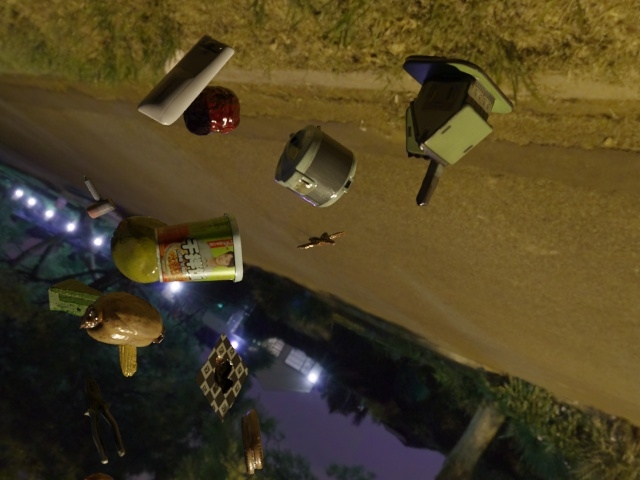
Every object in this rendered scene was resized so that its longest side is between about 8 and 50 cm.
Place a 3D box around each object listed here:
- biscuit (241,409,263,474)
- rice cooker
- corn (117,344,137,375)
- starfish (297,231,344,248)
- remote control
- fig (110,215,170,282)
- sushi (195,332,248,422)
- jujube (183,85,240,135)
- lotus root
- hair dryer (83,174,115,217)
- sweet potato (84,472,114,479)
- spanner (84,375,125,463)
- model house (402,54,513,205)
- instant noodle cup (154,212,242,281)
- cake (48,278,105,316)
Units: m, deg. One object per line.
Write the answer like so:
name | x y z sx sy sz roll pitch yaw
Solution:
biscuit | -0.291 0.855 2.020 0.079 0.259 0.259 -7 175 -10
rice cooker | -0.029 -0.296 1.905 0.277 0.288 0.288 29 171 -26
corn | -0.757 0.427 1.865 0.068 0.206 0.067 -3 -174 0
starfish | 0.000 0.001 2.311 0.227 0.241 0.043 -145 40 -77
remote control | -0.374 -0.457 1.318 0.109 0.313 0.055 30 162 13
fig | -0.858 0.032 2.305 0.343 0.343 0.343 29 170 6
sushi | -0.311 0.413 1.452 0.040 0.192 0.210 -1 129 25
jujube | -0.462 -0.551 2.020 0.232 0.212 0.213 -6 -178 -20
lotus root | -0.552 0.224 1.330 0.257 0.154 0.140 38 -154 -49
hair dryer | -0.596 -0.120 1.249 0.037 0.063 0.114 -124 11 -68
sweet potato | -0.659 0.714 1.424 0.034 0.034 0.095 20 172 44
spanner | -0.828 0.667 1.795 0.040 0.096 0.324 -38 72 41
model house | 0.245 -0.221 1.027 0.218 0.278 0.205 23 -178 -42
instant noodle cup | -0.484 0.041 1.868 0.308 0.293 0.294 -7 -179 -18
cake | -0.822 0.212 1.619 0.235 0.100 0.099 16 -160 30
